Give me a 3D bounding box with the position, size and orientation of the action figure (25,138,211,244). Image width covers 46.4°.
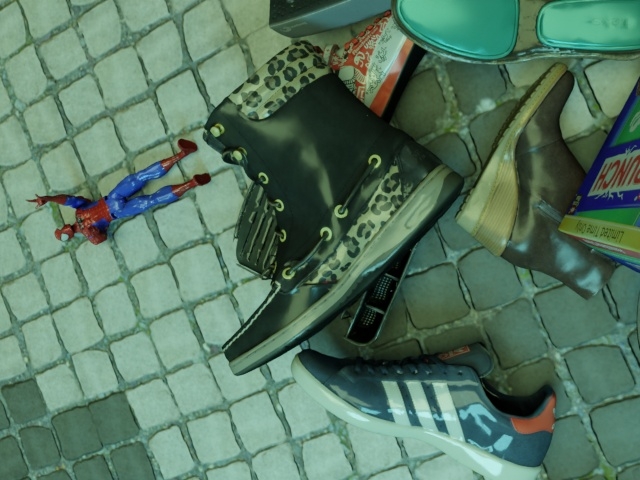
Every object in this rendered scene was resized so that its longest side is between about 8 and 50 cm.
[{"bbox_3d":[-0.321,-0.060,1.133,0.280,0.139,0.091,-26,84,23],"label":"action figure"}]

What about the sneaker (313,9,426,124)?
[{"bbox_3d":[0.055,-0.251,0.998,0.145,0.090,0.270,30,107,13],"label":"sneaker"}]

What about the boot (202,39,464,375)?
[{"bbox_3d":[-0.044,-0.039,0.947,0.377,0.138,0.284,-44,81,15],"label":"boot"}]

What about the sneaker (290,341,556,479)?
[{"bbox_3d":[0.140,0.184,0.977,0.350,0.131,0.148,21,100,0],"label":"sneaker"}]

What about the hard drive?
[{"bbox_3d":[0.055,-0.361,0.969,0.254,0.054,0.172,-15,55,22],"label":"hard drive"}]

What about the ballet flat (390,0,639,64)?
[{"bbox_3d":[0.243,-0.262,0.908,0.316,0.106,0.107,10,104,7],"label":"ballet flat"}]

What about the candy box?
[{"bbox_3d":[0.399,-0.113,0.759,0.122,0.268,0.317,26,95,-2],"label":"candy box"}]

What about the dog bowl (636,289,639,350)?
[{"bbox_3d":[0.494,0.002,0.713,0.150,0.408,0.408,28,104,-2],"label":"dog bowl"}]

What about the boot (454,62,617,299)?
[{"bbox_3d":[0.311,-0.073,0.939,0.207,0.090,0.248,28,101,2],"label":"boot"}]

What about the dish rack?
[{"bbox_3d":[0.000,0.000,1.049,0.271,0.074,0.208,25,102,17],"label":"dish rack"}]
